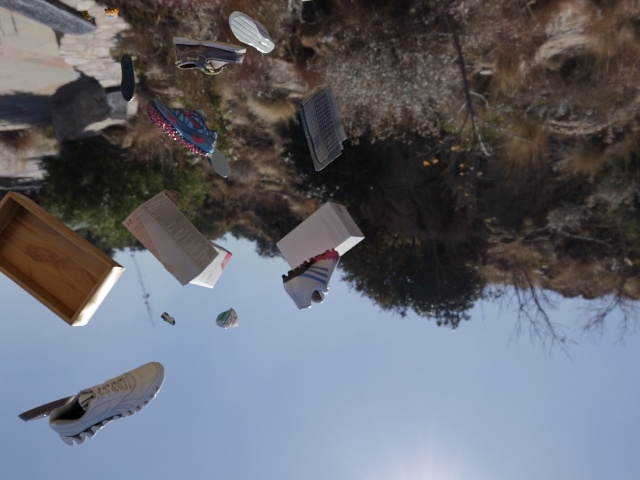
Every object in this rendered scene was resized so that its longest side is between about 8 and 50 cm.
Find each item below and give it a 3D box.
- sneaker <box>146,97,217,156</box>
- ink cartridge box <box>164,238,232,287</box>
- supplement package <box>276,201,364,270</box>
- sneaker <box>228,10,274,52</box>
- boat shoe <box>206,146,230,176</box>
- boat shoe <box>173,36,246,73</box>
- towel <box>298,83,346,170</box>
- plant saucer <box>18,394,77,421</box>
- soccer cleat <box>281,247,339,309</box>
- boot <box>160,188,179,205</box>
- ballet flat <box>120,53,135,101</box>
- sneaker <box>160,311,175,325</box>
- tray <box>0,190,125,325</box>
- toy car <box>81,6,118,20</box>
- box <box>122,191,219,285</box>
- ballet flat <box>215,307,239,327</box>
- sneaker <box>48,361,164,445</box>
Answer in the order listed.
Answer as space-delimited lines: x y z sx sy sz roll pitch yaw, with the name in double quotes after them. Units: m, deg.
-0.449 -0.392 1.331 0.104 0.125 0.262 12 163 37 "sneaker"
-0.618 0.105 2.079 0.131 0.226 0.306 30 175 20 "ink cartridge box"
0.000 0.000 1.675 0.292 0.175 0.177 -38 165 19 "supplement package"
-0.287 -0.851 1.626 0.094 0.091 0.258 -32 166 19 "sneaker"
-0.554 -0.437 2.103 0.084 0.233 0.079 -39 -156 -11 "boat shoe"
-0.355 -0.581 1.277 0.324 0.097 0.116 23 -153 33 "boat shoe"
0.022 -0.522 1.860 0.056 0.325 0.312 0 -148 28 "towel"
-0.870 0.543 1.298 0.168 0.029 0.168 -22 166 -6 "plant saucer"
-0.014 0.131 1.371 0.115 0.143 0.331 -26 -179 32 "soccer cleat"
-0.673 -0.201 1.837 0.118 0.042 0.087 28 -153 9 "boot"
-0.738 -0.625 1.555 0.057 0.173 0.049 7 -157 -8 "ballet flat"
-0.753 0.390 1.993 0.035 0.083 0.031 -35 -168 19 "sneaker"
-0.814 0.051 1.204 0.410 0.203 0.076 33 176 8 "tray"
-0.833 -0.861 1.533 0.121 0.041 0.060 -13 -139 -13 "toy car"
-0.534 -0.005 1.460 0.121 0.311 0.148 -32 -166 28 "box"
-0.397 0.346 1.765 0.091 0.077 0.241 -63 -164 -20 "ballet flat"
-0.556 0.416 1.064 0.292 0.118 0.110 -32 -130 -21 "sneaker"
